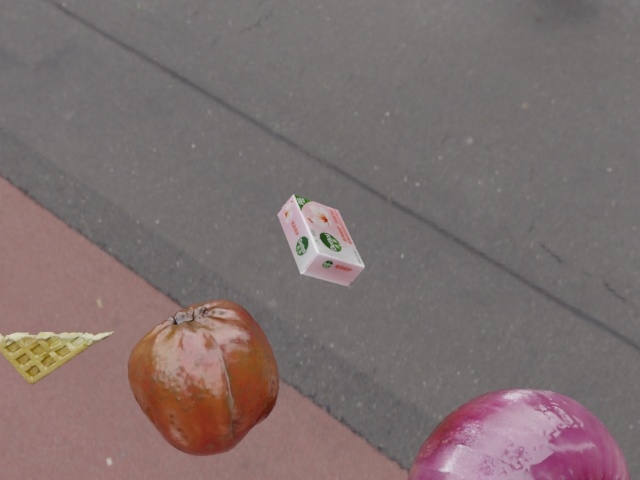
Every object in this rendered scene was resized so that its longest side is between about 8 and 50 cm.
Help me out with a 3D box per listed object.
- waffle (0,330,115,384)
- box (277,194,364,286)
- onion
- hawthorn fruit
[{"bbox_3d":[-0.476,0.167,1.557,0.191,0.125,0.032,-34,13,14],"label":"waffle"},{"bbox_3d":[0.000,0.000,1.239,0.089,0.043,0.125,17,35,-37],"label":"box"},{"bbox_3d":[0.287,0.381,1.211,0.358,0.345,0.358,3,75,-11],"label":"onion"},{"bbox_3d":[-0.091,0.110,0.713,0.128,0.128,0.128,1,49,-2],"label":"hawthorn fruit"}]
